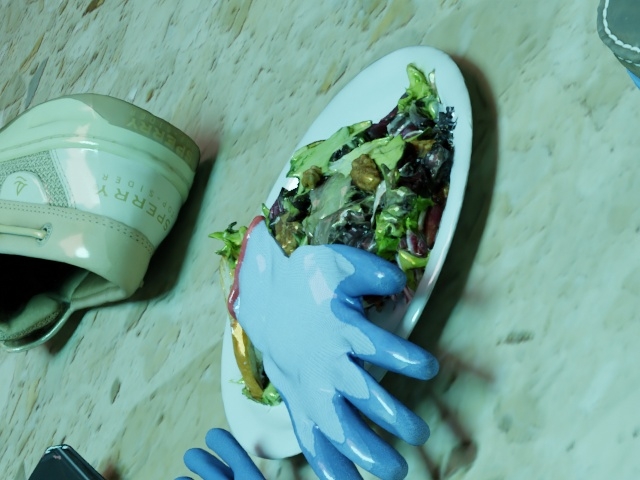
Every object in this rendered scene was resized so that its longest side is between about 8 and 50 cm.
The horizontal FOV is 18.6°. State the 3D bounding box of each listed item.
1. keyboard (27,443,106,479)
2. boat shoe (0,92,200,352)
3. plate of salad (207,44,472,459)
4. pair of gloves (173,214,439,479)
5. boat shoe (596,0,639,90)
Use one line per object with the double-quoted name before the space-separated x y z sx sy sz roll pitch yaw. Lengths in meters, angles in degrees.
"keyboard" -0.153 0.203 1.001 0.108 0.023 0.180 36 97 48
"boat shoe" -0.198 0.005 1.181 0.341 0.122 0.110 -21 49 56
"plate of salad" 0.000 0.000 0.870 0.200 0.048 0.200 -46 30 37
"pair of gloves" -0.013 0.090 0.802 0.159 0.023 0.198 39 118 57
"boat shoe" 0.108 -0.069 0.414 0.183 0.066 0.066 -10 57 63
